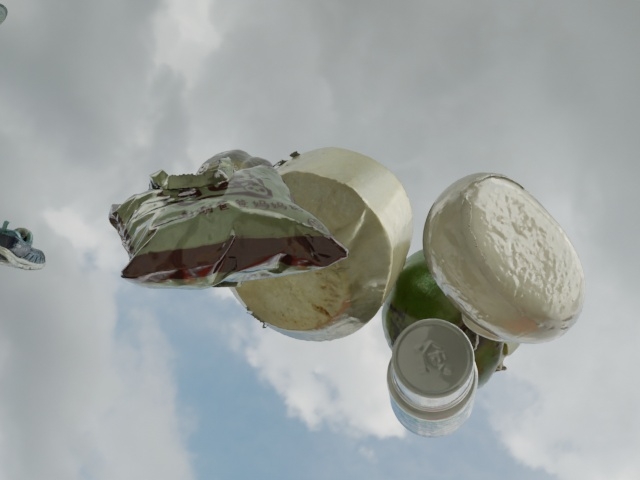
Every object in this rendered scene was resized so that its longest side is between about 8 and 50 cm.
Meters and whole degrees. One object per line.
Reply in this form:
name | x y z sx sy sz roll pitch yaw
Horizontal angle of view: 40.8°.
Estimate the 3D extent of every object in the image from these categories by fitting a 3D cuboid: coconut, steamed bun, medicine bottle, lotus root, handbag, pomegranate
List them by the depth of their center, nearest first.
handbag | -0.109 -0.018 0.885 0.235 0.212 0.127 -130 -147 -60
steamed bun | 0.216 0.030 1.051 0.228 0.177 0.130 42 -39 -14
medicine bottle | 0.168 0.209 1.288 0.139 0.237 0.139 -2 -114 5
coconut | 0.000 0.000 1.391 0.323 0.323 0.323 6 -78 33
pomegranate | 0.223 0.129 1.549 0.340 0.260 0.261 -165 -110 -71
lotus root | -0.180 -0.104 1.782 0.151 0.275 0.160 12 -75 10

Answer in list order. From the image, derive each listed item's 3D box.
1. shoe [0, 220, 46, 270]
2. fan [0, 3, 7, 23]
shoe | -0.507 0.012 1.439 0.063 0.143 0.071 13 -99 14
fan | -0.284 -0.170 0.697 0.080 0.060 0.003 -31 -87 23
